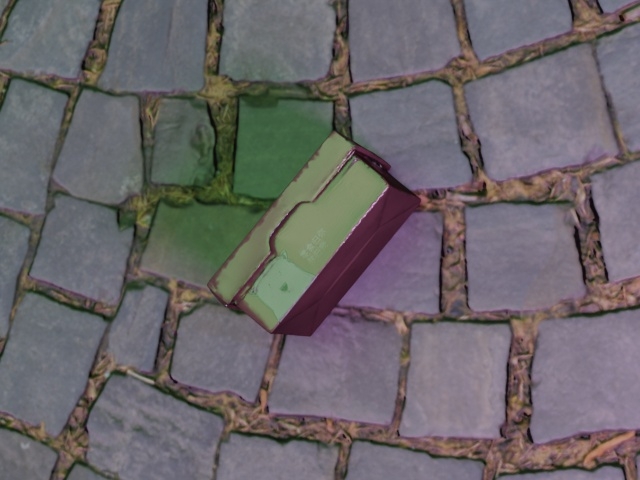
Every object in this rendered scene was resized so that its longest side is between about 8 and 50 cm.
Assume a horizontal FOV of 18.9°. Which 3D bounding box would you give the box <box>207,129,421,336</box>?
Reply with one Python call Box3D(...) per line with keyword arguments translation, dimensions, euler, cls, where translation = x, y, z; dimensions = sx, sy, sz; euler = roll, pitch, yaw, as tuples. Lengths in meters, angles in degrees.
Box3D(translation=(0.000, 0.000, 2.037), dimensions=(0.086, 0.215, 0.215), euler=(41, 95, 11), cls="box")
